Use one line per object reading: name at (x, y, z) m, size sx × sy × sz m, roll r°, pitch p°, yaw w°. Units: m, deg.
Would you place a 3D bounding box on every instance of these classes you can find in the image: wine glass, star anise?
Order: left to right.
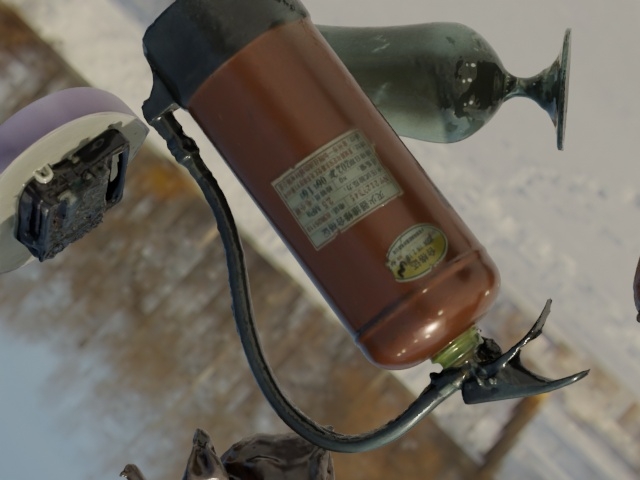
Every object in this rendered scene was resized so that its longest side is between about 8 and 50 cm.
star anise at (-0.079, 0.241, 1.407) m, size 0.214 × 0.220 × 0.099 m, roll 2°, pitch -149°, yaw -16°
wine glass at (0.089, -0.132, 1.564) m, size 0.231 × 0.103 × 0.103 m, roll 5°, pitch 174°, yaw 10°

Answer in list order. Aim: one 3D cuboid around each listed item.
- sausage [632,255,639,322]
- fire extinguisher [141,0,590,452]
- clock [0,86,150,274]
sausage at (0.342, -0.100, 1.441) m, size 0.088 × 0.433 × 0.088 m, roll 29°, pitch 158°, yaw 13°
fire extinguisher at (0.007, -0.004, 1.344) m, size 0.376 × 0.200 × 0.113 m, roll 52°, pitch -142°, yaw 7°
clock at (-0.203, -0.045, 1.508) m, size 0.064 × 0.172 × 0.198 m, roll 49°, pitch 154°, yaw 15°
